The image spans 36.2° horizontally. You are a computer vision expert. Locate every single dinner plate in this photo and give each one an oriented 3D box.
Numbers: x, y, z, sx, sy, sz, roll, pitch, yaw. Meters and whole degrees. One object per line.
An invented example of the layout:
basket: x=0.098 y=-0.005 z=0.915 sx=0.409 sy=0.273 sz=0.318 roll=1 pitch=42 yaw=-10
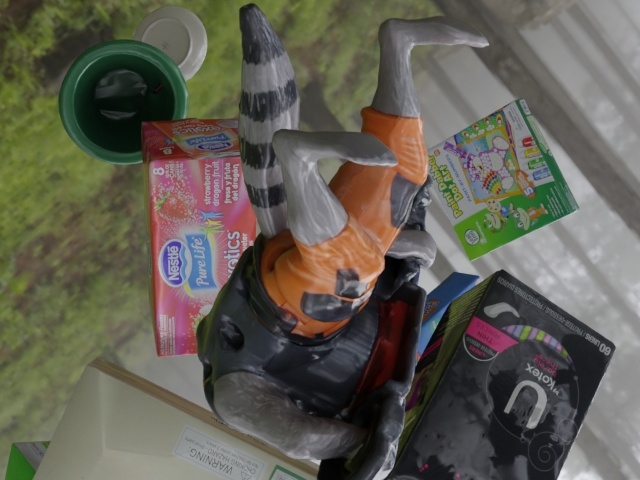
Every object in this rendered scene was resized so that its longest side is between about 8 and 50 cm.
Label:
dinner plate: x=-0.261 y=-0.332 z=1.668 sx=0.141 sy=0.141 sz=0.017 roll=-39 pitch=167 yaw=10

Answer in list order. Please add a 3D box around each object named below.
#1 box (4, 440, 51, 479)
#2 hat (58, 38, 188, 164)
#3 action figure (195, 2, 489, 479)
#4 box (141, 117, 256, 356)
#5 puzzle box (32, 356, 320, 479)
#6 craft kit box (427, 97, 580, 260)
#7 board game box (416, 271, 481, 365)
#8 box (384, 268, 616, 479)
box: x=-0.290 y=0.386 z=1.379 sx=0.262 sy=0.231 sz=0.126 roll=26 pitch=-75 yaw=48
hat: x=-0.285 y=-0.217 z=1.412 sx=0.183 sy=0.173 sz=0.208 roll=-107 pitch=-143 yaw=-59
action figure: x=0.000 y=0.000 z=0.672 sx=0.341 sy=0.179 sz=0.330 roll=-74 pitch=-176 yaw=-53
box: x=-0.143 y=-0.005 z=1.155 sx=0.123 sy=0.256 sz=0.128 roll=-4 pitch=-152 yaw=-13
puzzle box: x=-0.139 y=0.345 z=1.133 sx=0.272 sy=0.409 sz=0.052 roll=-63 pitch=180 yaw=6
craft kit box: x=0.352 y=-0.118 z=1.961 sx=0.247 sy=0.249 sz=0.061 roll=-30 pitch=175 yaw=39
board game box: x=0.144 y=0.161 z=1.249 sx=0.047 sy=0.160 sz=0.210 roll=8 pitch=-146 yaw=46
box: x=0.180 y=0.196 z=1.082 sx=0.270 sy=0.165 sz=0.143 roll=-59 pitch=-177 yaw=-23
